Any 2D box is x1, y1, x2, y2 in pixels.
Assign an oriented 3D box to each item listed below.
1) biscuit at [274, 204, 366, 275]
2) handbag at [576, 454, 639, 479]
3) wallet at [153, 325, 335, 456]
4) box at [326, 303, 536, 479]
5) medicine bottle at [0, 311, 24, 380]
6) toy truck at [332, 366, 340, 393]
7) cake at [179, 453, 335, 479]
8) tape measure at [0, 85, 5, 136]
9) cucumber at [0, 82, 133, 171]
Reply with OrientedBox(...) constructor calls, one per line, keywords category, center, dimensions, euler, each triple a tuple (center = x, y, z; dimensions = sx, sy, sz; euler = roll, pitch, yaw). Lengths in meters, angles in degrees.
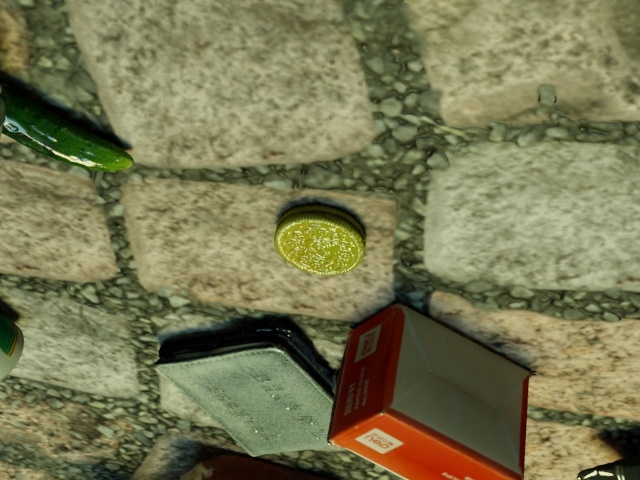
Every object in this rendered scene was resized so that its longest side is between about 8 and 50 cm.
OrientedBox(category="biscuit", center=(0.000, 0.000, 1.282), dimensions=(0.084, 0.023, 0.084), euler=(7, 142, 6))
OrientedBox(category="handbag", center=(0.413, 0.287, 1.508), dimensions=(0.211, 0.089, 0.254), euler=(-20, 134, 27))
OrientedBox(category="wallet", center=(-0.057, 0.164, 1.506), dimensions=(0.167, 0.036, 0.222), euler=(-11, 139, 27))
OrientedBox(category="box", center=(0.108, 0.164, 1.381), dimensions=(0.182, 0.133, 0.099), euler=(28, 142, -24))
OrientedBox(category="medicine bottle", center=(-0.369, 0.086, 1.445), dimensions=(0.080, 0.080, 0.130), euler=(-12, 137, 28))
OrientedBox(category="toy truck", center=(0.057, 0.149, 1.457), dimensions=(0.083, 0.039, 0.044), euler=(0, 156, 12))
OrientedBox(category="cake", center=(-0.060, 0.357, 1.654), dimensions=(0.283, 0.177, 0.151), euler=(11, 144, -9))
OrientedBox(category="tape measure", center=(-0.344, -0.113, 1.139), dimensions=(0.182, 0.107, 0.181), euler=(42, 140, -13))
OrientedBox(category="cucumber", center=(-0.237, -0.094, 1.205), dimensions=(0.168, 0.039, 0.039), euler=(27, 141, -23))
